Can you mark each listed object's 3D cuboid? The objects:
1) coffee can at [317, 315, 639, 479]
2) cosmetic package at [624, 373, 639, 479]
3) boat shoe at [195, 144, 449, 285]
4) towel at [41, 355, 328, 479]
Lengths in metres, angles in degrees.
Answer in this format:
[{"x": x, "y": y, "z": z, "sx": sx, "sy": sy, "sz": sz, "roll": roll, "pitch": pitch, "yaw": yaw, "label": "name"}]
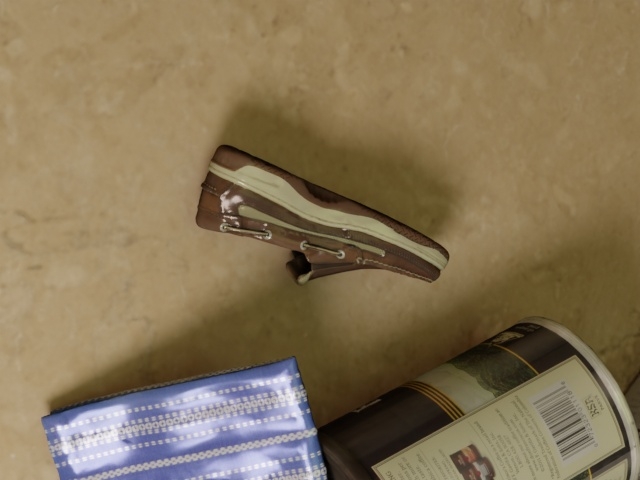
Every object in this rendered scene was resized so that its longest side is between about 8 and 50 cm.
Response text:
[{"x": 0.136, "y": 0.219, "z": 1.274, "sx": 0.275, "sy": 0.201, "sz": 0.201, "roll": -24, "pitch": 99, "yaw": -24, "label": "coffee can"}, {"x": 0.529, "y": 0.145, "z": 1.482, "sx": 0.230, "sy": 0.161, "sz": 0.453, "roll": 46, "pitch": 71, "yaw": -18, "label": "cosmetic package"}, {"x": -0.002, "y": -0.001, "z": 1.284, "sx": 0.257, "sy": 0.095, "sz": 0.095, "roll": 23, "pitch": 93, "yaw": -17, "label": "boat shoe"}, {"x": -0.098, "y": 0.289, "z": 1.188, "sx": 0.243, "sy": 0.040, "sz": 0.336, "roll": -13, "pitch": 95, "yaw": 9, "label": "towel"}]
